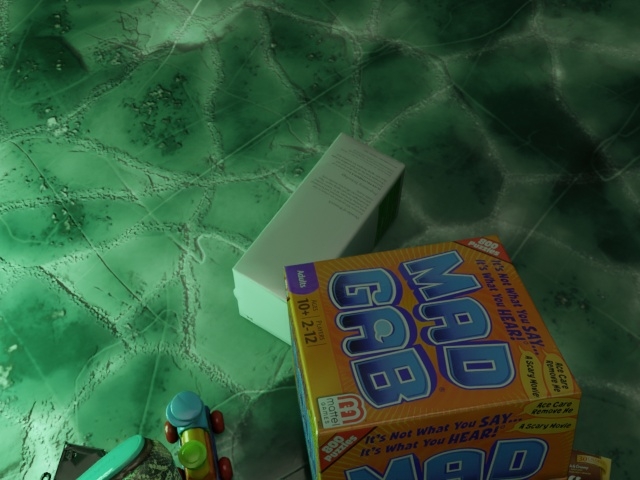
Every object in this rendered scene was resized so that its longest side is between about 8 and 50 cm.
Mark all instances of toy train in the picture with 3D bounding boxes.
[{"bbox_3d":[-0.206,0.385,1.467,0.105,0.143,0.248,-11,61,-6],"label":"toy train"}]

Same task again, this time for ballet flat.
[{"bbox_3d":[-0.433,0.498,1.389,0.483,0.164,0.182,-29,104,-5],"label":"ballet flat"}]

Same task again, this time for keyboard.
[{"bbox_3d":[-0.445,0.441,1.506,0.108,0.023,0.180,12,60,-1],"label":"keyboard"}]

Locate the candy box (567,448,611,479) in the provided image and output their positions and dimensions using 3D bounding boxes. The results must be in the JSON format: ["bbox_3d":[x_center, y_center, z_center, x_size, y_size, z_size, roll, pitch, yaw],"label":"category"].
[{"bbox_3d":[0.425,0.452,1.482,0.109,0.053,0.187,14,60,8],"label":"candy box"}]

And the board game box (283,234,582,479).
[{"bbox_3d":[0.151,0.257,1.358,0.356,0.356,0.356,-9,37,-5],"label":"board game box"}]

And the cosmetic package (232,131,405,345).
[{"bbox_3d":[0.000,0.000,1.657,0.155,0.197,0.365,29,66,14],"label":"cosmetic package"}]
